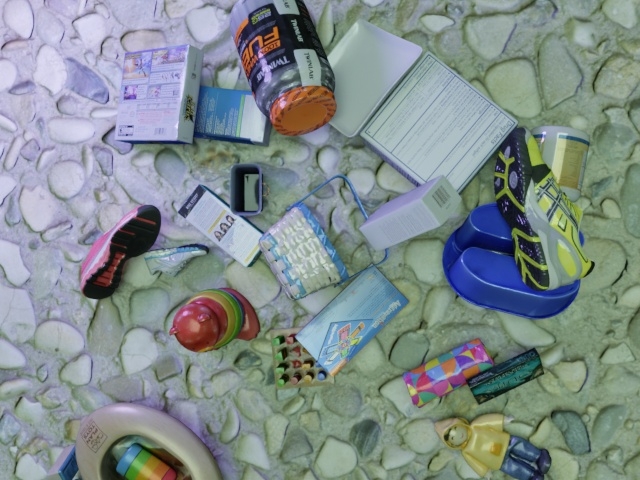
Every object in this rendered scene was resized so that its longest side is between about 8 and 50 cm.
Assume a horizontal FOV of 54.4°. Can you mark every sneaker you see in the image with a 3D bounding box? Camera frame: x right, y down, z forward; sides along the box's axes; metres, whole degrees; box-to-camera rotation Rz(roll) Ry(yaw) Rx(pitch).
[{"bbox_3d":[-0.558,0.007,1.685,0.314,0.116,0.136,-49,48,11],"label":"sneaker"},{"bbox_3d":[-0.389,0.056,1.702,0.190,0.071,0.083,-9,94,16],"label":"sneaker"},{"bbox_3d":[0.505,-0.076,1.426,0.147,0.145,0.385,-6,76,-9],"label":"sneaker"}]

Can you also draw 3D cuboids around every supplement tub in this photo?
[{"bbox_3d":[0.571,-0.170,1.531,0.144,0.144,0.200,10,91,8],"label":"supplement tub"},{"bbox_3d":[-0.089,-0.445,1.555,0.207,0.207,0.338,-23,69,7],"label":"supplement tub"}]

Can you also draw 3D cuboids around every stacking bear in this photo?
[{"bbox_3d":[-0.280,0.205,1.566,0.175,0.289,0.164,-17,87,7],"label":"stacking bear"}]

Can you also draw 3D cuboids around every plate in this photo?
[{"bbox_3d":[0.097,-0.412,1.593,0.278,0.045,0.277,-50,48,4],"label":"plate"}]

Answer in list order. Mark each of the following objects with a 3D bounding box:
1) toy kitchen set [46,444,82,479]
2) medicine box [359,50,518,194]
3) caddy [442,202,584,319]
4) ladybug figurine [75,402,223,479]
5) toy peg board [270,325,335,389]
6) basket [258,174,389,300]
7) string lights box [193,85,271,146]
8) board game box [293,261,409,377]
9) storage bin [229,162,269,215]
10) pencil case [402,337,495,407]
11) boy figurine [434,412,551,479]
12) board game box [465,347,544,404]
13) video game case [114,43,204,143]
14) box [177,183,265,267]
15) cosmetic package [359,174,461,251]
[{"bbox_3d":[-0.609,0.666,1.710,0.166,0.122,0.207,-17,107,7],"label":"toy kitchen set"},{"bbox_3d":[0.292,-0.269,1.568,0.289,0.149,0.263,40,94,6],"label":"medicine box"},{"bbox_3d":[0.474,0.055,1.528,0.341,0.179,0.241,14,69,8],"label":"caddy"},{"bbox_3d":[-0.440,0.595,1.646,0.449,0.162,0.305,38,94,6],"label":"ladybug figurine"},{"bbox_3d":[-0.053,0.312,1.641,0.160,0.079,0.161,-7,89,8],"label":"toy peg board"},{"bbox_3d":[0.000,0.000,1.580,0.289,0.201,0.255,-29,90,-7],"label":"basket"},{"bbox_3d":[-0.264,-0.338,1.680,0.259,0.077,0.133,9,90,8],"label":"string lights box"},{"bbox_3d":[0.082,0.204,1.618,0.281,0.027,0.145,-43,83,-9],"label":"board game box"},{"bbox_3d":[-0.182,-0.132,1.659,0.098,0.091,0.135,0,90,8],"label":"storage bin"},{"bbox_3d":[0.323,0.338,1.583,0.236,0.104,0.104,-27,86,9],"label":"pencil case"},{"bbox_3d":[0.428,0.511,1.568,0.285,0.092,0.177,25,95,4],"label":"boy figurine"},{"bbox_3d":[0.462,0.341,1.553,0.186,0.126,0.026,-28,49,7],"label":"board game box"},{"bbox_3d":[-0.430,-0.380,1.652,0.269,0.061,0.244,7,91,37],"label":"video game case"},{"bbox_3d":[-0.257,-0.039,1.682,0.244,0.060,0.100,39,94,7],"label":"box"},{"bbox_3d":[0.213,-0.061,1.501,0.085,0.231,0.117,52,53,-8],"label":"cosmetic package"}]
